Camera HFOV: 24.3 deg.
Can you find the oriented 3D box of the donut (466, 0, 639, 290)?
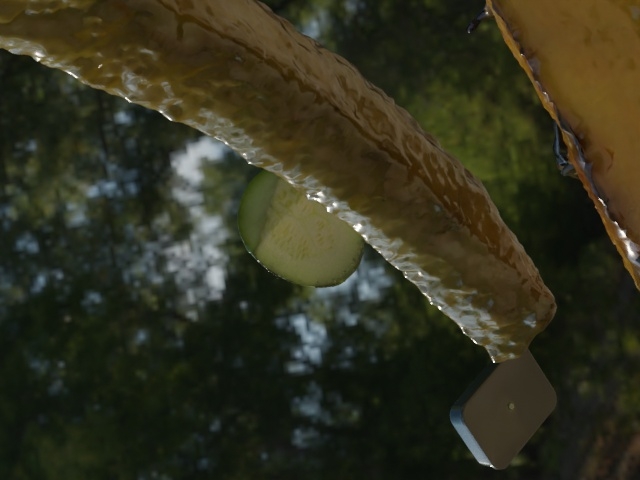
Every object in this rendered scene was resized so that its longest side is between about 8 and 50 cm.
[{"bbox_3d":[0.140,-0.033,0.592,0.152,0.101,0.259,68,-171,27],"label":"donut"}]

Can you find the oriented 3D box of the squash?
[{"bbox_3d":[0.002,0.000,1.183,0.200,0.075,0.090,35,-113,-70],"label":"squash"}]

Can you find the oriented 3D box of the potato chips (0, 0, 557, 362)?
[{"bbox_3d":[-0.023,-0.052,0.624,0.407,0.057,0.080,30,-138,-43],"label":"potato chips"}]

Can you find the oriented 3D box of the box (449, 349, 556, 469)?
[{"bbox_3d":[0.199,0.182,1.623,0.126,0.031,0.091,-46,-70,-31],"label":"box"}]
